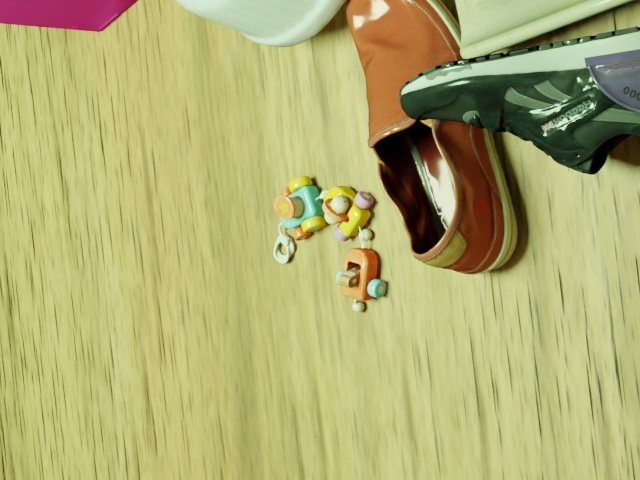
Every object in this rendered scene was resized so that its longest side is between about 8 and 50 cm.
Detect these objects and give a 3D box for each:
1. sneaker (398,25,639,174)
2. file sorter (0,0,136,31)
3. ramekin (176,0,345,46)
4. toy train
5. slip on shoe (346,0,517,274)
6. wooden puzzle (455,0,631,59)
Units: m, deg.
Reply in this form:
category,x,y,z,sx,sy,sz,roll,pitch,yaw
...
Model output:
category,x,y,z,sx,sy,sz,roll,pitch,yaw
sneaker,0.202,-0.115,1.768,0.283,0.107,0.124,-8,94,31
file sorter,-0.325,-0.367,2.170,0.202,0.291,0.182,-32,68,41
ramekin,-0.069,-0.339,1.991,0.273,0.127,0.273,-12,75,54
toy train,0.000,0.000,2.041,0.166,0.046,0.125,22,108,41
slip on shoe,0.093,-0.122,1.904,0.123,0.101,0.331,-32,70,43
wooden puzzle,0.205,-0.369,1.772,0.322,0.080,0.348,-17,77,46
